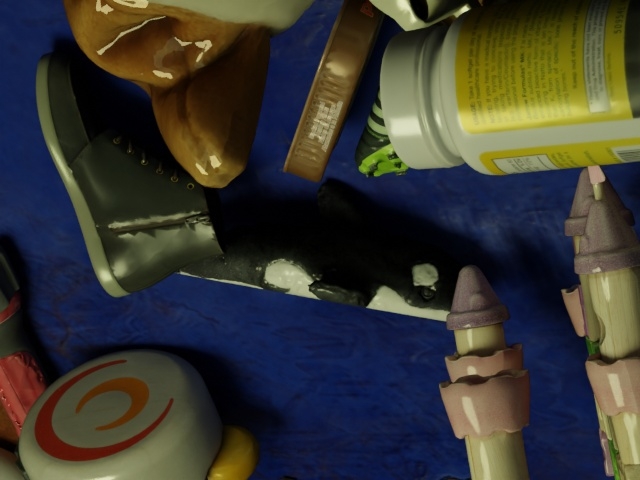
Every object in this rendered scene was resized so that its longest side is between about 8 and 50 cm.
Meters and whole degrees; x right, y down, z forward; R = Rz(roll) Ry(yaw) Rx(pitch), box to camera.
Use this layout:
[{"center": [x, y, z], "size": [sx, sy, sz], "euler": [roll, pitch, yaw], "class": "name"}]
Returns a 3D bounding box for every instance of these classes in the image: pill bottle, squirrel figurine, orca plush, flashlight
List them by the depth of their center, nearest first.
[{"center": [-0.165, -0.295, 1.217], "size": [0.281, 0.397, 0.370], "euler": [-49, 132, 11], "class": "squirrel figurine"}, {"center": [0.154, -0.107, 1.274], "size": [0.208, 0.119, 0.119], "euler": [-4, 127, 27], "class": "pill bottle"}, {"center": [0.000, 0.000, 1.640], "size": [0.287, 0.102, 0.151], "euler": [9, 179, 32], "class": "orca plush"}, {"center": [-0.309, 0.143, 1.876], "size": [0.103, 0.103, 0.304], "euler": [13, 134, 42], "class": "flashlight"}]

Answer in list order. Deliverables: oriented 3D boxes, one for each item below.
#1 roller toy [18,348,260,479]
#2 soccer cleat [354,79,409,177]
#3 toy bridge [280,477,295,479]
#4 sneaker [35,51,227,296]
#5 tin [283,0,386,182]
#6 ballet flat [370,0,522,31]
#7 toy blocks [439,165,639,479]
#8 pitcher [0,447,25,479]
[{"center": [-0.183, 0.213, 1.824], "size": [0.191, 0.209, 0.146], "euler": [34, 151, 49], "class": "roller toy"}, {"center": [0.068, -0.107, 1.507], "size": [0.060, 0.072, 0.179], "euler": [-3, 159, -17], "class": "soccer cleat"}, {"center": [-0.032, 0.273, 1.921], "size": [0.188, 0.026, 0.063], "euler": [8, 135, 19], "class": "toy bridge"}, {"center": [-0.162, -0.072, 1.618], "size": [0.118, 0.083, 0.222], "euler": [-20, 93, 12], "class": "sneaker"}, {"center": [0.014, -0.126, 1.476], "size": [0.040, 0.106, 0.189], "euler": [24, 136, 3], "class": "tin"}, {"center": [0.103, -0.171, 1.392], "size": [0.316, 0.106, 0.107], "euler": [40, 135, -13], "class": "ballet flat"}, {"center": [0.244, 0.064, 1.438], "size": [0.309, 0.288, 0.260], "euler": [-9, 90, 5], "class": "toy blocks"}, {"center": [-0.410, 0.292, 2.034], "size": [0.207, 0.125, 0.177], "euler": [28, 108, 5], "class": "pitcher"}]
